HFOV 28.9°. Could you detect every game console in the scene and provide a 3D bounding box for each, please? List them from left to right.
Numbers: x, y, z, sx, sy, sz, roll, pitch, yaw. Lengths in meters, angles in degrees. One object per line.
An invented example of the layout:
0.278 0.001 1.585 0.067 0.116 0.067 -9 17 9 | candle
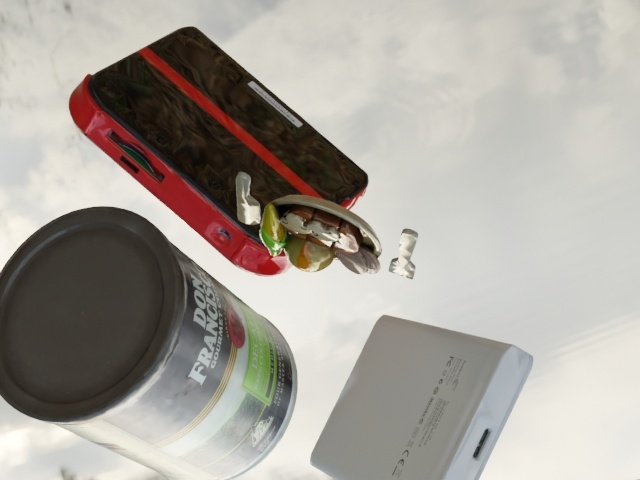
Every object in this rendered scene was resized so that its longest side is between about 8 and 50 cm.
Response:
-0.138 -0.137 1.781 0.060 0.386 0.342 -51 176 33 | game console

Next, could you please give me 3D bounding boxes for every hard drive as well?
0.114 0.220 1.559 0.047 0.233 0.353 30 171 -21 | hard drive

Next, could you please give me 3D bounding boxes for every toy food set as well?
0.000 0.000 1.222 0.192 0.038 0.132 18 158 7 | toy food set

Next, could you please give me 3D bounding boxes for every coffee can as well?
-0.165 0.112 1.206 0.201 0.201 0.275 -23 151 12 | coffee can

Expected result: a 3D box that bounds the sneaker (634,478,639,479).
0.288 0.228 0.969 0.078 0.106 0.234 -38 175 -34 | sneaker
